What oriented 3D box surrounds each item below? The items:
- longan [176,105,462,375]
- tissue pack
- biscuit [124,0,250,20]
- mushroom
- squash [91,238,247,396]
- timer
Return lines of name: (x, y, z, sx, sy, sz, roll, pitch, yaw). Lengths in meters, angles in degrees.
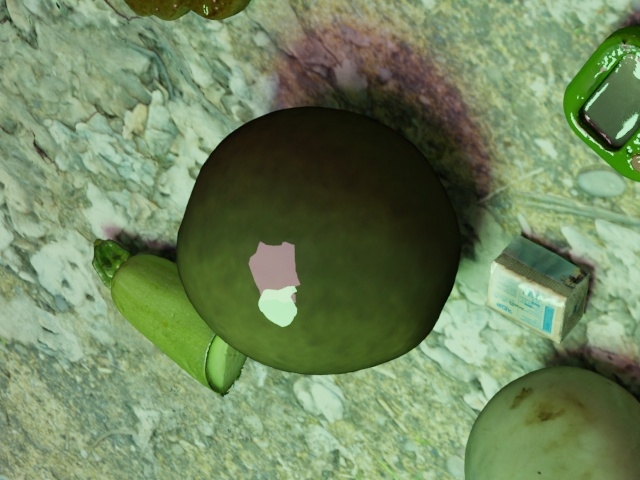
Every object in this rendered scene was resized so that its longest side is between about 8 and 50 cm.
longan: (0.000, 0.001, 1.818, 0.297, 0.297, 0.297, 24, 133, 29)
tissue pack: (0.225, 0.051, 1.801, 0.094, 0.059, 0.074, 28, 138, 25)
biscuit: (-0.130, -0.342, 1.846, 0.183, 0.047, 0.320, 39, 139, 11)
mushroom: (0.264, 0.245, 1.841, 0.207, 0.207, 0.215, 16, 164, 35)
squash: (-0.181, 0.082, 2.183, 0.287, 0.137, 0.137, 28, 136, 42)
timer: (0.296, -0.126, 1.611, 0.128, 0.047, 0.140, 43, 140, 7)
